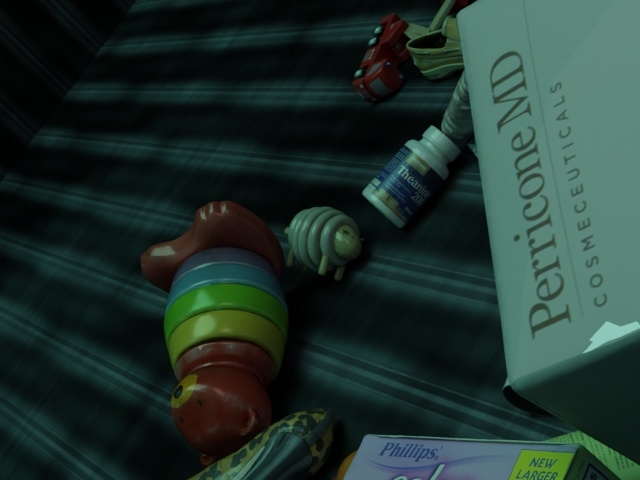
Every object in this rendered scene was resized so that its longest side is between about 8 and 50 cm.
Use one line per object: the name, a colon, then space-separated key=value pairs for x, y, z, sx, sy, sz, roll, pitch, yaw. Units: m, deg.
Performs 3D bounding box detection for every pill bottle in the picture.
pill bottle: x=0.113 y=-0.079 z=1.644 sx=0.120 sy=0.067 sz=0.067 roll=-48 pitch=26 yaw=2

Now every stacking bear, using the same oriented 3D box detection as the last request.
stacking bear: x=-0.117 y=0.127 z=1.624 sx=0.175 sy=0.164 sz=0.289 roll=-35 pitch=40 yaw=31

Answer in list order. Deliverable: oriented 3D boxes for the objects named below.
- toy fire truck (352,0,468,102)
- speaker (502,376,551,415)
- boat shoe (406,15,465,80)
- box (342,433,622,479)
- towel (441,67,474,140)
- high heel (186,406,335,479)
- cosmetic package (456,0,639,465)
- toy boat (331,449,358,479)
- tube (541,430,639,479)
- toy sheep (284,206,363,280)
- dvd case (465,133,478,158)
toy fire truck: x=0.130 y=-0.290 z=1.926 sx=0.135 sy=0.047 sz=0.192 roll=-15 pitch=42 yaw=47
speaker: x=0.216 y=0.095 z=1.266 sx=0.055 sy=0.055 sz=0.136 roll=-14 pitch=43 yaw=50
boat shoe: x=0.187 y=-0.265 z=1.774 sx=0.190 sy=0.072 sz=0.068 roll=-19 pitch=39 yaw=45
box: x=0.152 y=0.249 z=0.943 sx=0.213 sy=0.243 sz=0.117 roll=-7 pitch=47 yaw=53
towel: x=0.258 y=-0.276 z=1.527 sx=0.317 sy=0.053 sz=0.332 roll=-52 pitch=-6 yaw=-11
high heel: x=-0.088 y=0.271 z=1.506 sx=0.186 sy=0.093 sz=0.261 roll=-39 pitch=4 yaw=-36
cosmetic package: x=0.352 y=-0.053 z=0.876 sx=0.393 sy=0.327 sz=0.329 roll=-30 pitch=46 yaw=32
toy boat: x=0.073 y=0.235 z=1.187 sx=0.231 sy=0.151 sz=0.151 roll=-15 pitch=41 yaw=48
tube: x=0.241 y=0.174 z=1.070 sx=0.240 sy=0.062 sz=0.070 roll=-18 pitch=74 yaw=6
toy sheep: x=0.000 y=0.000 z=1.694 sx=0.132 sy=0.091 sz=0.091 roll=13 pitch=63 yaw=40
dvd case: x=0.221 y=-0.121 z=1.595 sx=0.087 sy=0.013 sz=0.119 roll=-43 pitch=25 yaw=11
